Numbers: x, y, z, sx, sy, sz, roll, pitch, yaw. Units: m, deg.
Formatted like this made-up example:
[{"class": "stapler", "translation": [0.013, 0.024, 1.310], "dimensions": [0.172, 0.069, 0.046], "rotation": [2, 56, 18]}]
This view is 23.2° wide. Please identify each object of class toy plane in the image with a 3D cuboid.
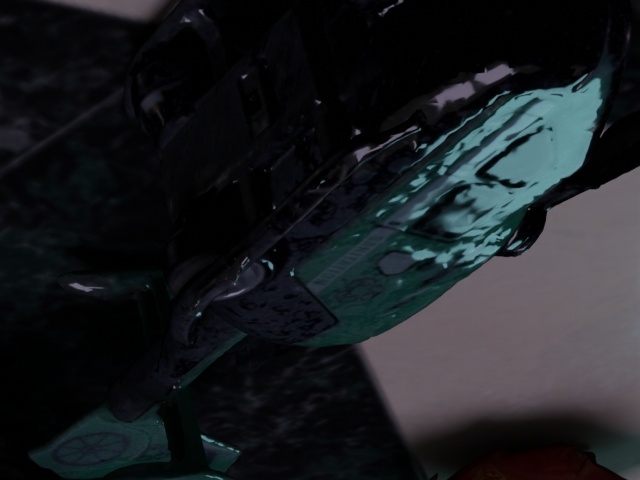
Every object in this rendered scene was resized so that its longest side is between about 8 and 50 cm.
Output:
[{"class": "toy plane", "translation": [0.000, 0.000, 0.537], "dimensions": [0.155, 0.106, 0.382], "rotation": [12, 140, -38]}]

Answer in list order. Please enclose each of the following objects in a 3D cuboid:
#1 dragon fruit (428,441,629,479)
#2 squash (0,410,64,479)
[{"class": "dragon fruit", "translation": [0.111, 0.164, 0.762], "dimensions": [0.166, 0.136, 0.133], "rotation": [-19, 138, -13]}, {"class": "squash", "translation": [-0.170, 0.162, 0.676], "dimensions": [0.156, 0.193, 0.193], "rotation": [-30, 151, -20]}]
